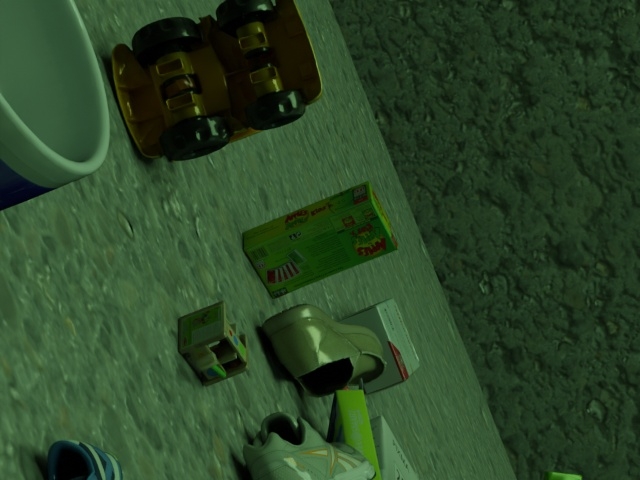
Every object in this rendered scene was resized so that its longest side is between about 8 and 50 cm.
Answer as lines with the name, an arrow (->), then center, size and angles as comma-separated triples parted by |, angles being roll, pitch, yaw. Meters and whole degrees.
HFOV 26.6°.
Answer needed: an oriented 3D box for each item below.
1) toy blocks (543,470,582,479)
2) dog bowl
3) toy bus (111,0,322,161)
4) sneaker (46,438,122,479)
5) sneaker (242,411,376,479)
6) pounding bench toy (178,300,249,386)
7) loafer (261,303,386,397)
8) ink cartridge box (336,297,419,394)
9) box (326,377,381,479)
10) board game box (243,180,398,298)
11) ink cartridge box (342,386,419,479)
toy blocks -> 0.208, 0.477, 1.708 | 0.261, 0.190, 0.382 | 165, -68, -67
dog bowl -> -0.268, -0.154, 1.016 | 0.265, 0.104, 0.265 | -21, 90, -79
toy bus -> -0.103, -0.173, 1.556 | 0.211, 0.220, 0.150 | 39, 33, -80
sneaker -> -0.166, 0.203, 0.957 | 0.059, 0.053, 0.144 | 56, 8, -49
sneaker -> -0.015, 0.238, 1.491 | 0.121, 0.099, 0.262 | 64, 10, 3
pounding bench toy -> -0.107, 0.118, 1.382 | 0.083, 0.052, 0.065 | -97, 162, -52
loafer -> 0.009, 0.158, 1.754 | 0.268, 0.102, 0.092 | 29, 41, -58
ink cartridge box -> 0.095, 0.168, 2.172 | 0.175, 0.072, 0.127 | -6, 74, -78
box -> 0.039, 0.271, 1.683 | 0.178, 0.042, 0.109 | -100, -165, -48
board game box -> 0.000, 0.000, 1.768 | 0.043, 0.181, 0.092 | -96, 160, -54
ink cartridge box -> 0.117, 0.365, 1.928 | 0.261, 0.066, 0.296 | -92, 157, -57
